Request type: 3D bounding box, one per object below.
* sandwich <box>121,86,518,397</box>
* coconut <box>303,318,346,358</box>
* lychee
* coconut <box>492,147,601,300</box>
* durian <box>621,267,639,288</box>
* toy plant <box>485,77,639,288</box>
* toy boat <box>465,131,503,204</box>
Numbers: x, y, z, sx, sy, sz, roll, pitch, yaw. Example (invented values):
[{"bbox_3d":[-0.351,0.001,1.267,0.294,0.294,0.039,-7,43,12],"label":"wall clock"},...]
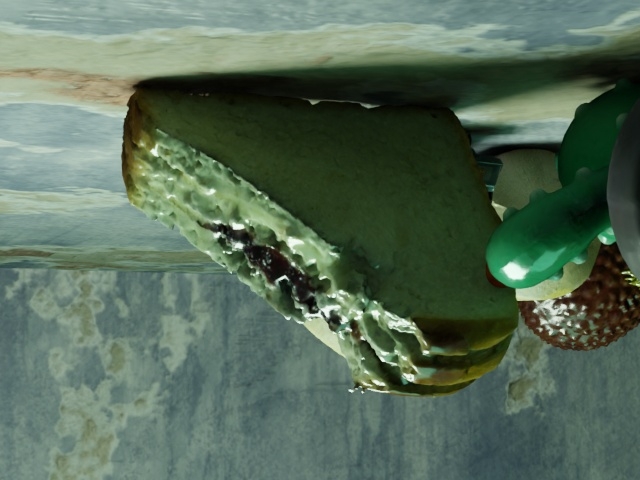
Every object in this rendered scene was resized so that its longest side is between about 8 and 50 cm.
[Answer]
[{"bbox_3d":[0.001,-0.003,1.384,0.288,0.254,0.099,4,141,-19],"label":"sandwich"},{"bbox_3d":[0.084,0.025,1.917,0.202,0.222,0.202,37,-169,-8],"label":"coconut"},{"bbox_3d":[0.290,0.031,2.028,0.194,0.194,0.194,0,175,0],"label":"lychee"},{"bbox_3d":[0.188,-0.014,1.727,0.147,0.147,0.153,2,175,-19],"label":"coconut"},{"bbox_3d":[0.391,0.020,1.723,0.200,0.176,0.237,0,-148,-6],"label":"durian"},{"bbox_3d":[0.261,-0.037,1.234,0.185,0.279,0.400,47,177,-22],"label":"toy plant"},{"bbox_3d":[0.090,-0.070,1.608,0.141,0.060,0.055,8,176,4],"label":"toy boat"}]
